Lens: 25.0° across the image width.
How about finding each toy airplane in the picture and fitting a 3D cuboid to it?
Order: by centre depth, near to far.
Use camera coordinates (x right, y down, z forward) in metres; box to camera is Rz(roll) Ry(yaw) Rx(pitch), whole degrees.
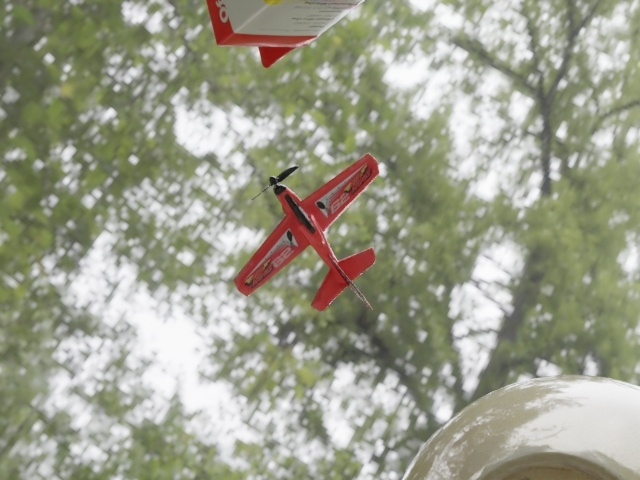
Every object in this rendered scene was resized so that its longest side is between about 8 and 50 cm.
[{"bbox_3d":[0.000,0.000,1.137,0.028,0.151,0.151,34,-25,55],"label":"toy airplane"}]

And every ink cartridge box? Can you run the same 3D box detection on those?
[{"bbox_3d":[-0.021,-0.218,0.979,0.231,0.078,0.134,-30,-109,51],"label":"ink cartridge box"}]

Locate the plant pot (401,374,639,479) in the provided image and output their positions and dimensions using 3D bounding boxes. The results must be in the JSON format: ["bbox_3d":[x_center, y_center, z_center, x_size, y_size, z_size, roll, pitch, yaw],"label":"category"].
[{"bbox_3d":[0.165,0.216,0.969,0.284,0.284,0.191,17,-11,18],"label":"plant pot"}]
